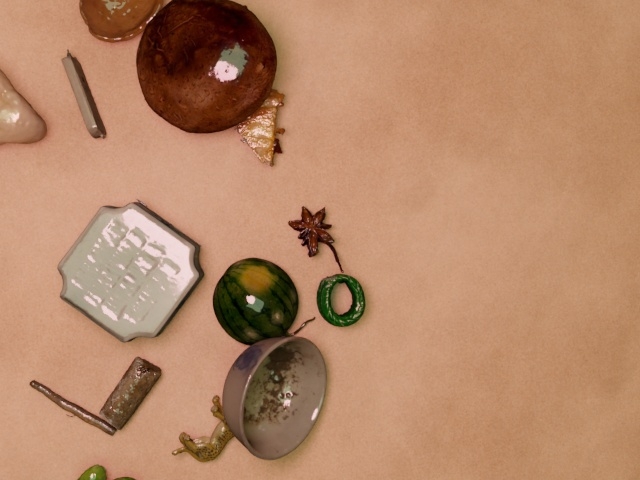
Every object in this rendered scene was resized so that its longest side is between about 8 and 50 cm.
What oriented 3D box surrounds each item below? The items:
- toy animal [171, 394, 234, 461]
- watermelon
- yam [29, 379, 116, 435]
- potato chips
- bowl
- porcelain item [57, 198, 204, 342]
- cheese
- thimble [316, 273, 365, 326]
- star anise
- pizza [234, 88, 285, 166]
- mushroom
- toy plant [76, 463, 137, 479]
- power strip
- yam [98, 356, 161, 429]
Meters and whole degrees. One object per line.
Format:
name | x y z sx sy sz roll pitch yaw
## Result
toy animal | -0.251 0.478 1.766 0.136 0.073 0.181 45 82 -15
watermelon | -0.146 0.156 1.753 0.204 0.127 0.232 -34 98 -9
yam | -0.593 0.402 1.754 0.234 0.027 0.029 32 113 -4
potato chips | -0.473 -0.566 1.760 0.195 0.062 0.208 18 89 0
bowl | -0.131 0.350 1.717 0.289 0.146 0.289 -16 111 -48
porcelain item | -0.435 0.070 1.708 0.281 0.157 0.285 35 87 -2
cheese | -0.758 -0.323 1.671 0.251 0.173 0.247 -3 98 -5
thimble | 0.050 0.143 1.789 0.118 0.090 0.130 -29 93 -8
star anise | 0.000 0.000 1.792 0.097 0.070 0.190 -29 73 -8
pizza | -0.146 -0.271 1.785 0.154 0.069 0.193 -15 92 -5
mushroom | -0.274 -0.409 1.689 0.239 0.345 0.345 23 86 -42
toy plant | -0.554 0.660 1.702 0.316 0.184 0.224 -26 97 -21
power strip | -0.563 -0.345 1.739 0.029 0.080 0.226 -20 91 -1
yam | -0.455 0.364 1.744 0.078 0.078 0.179 36 87 -4
